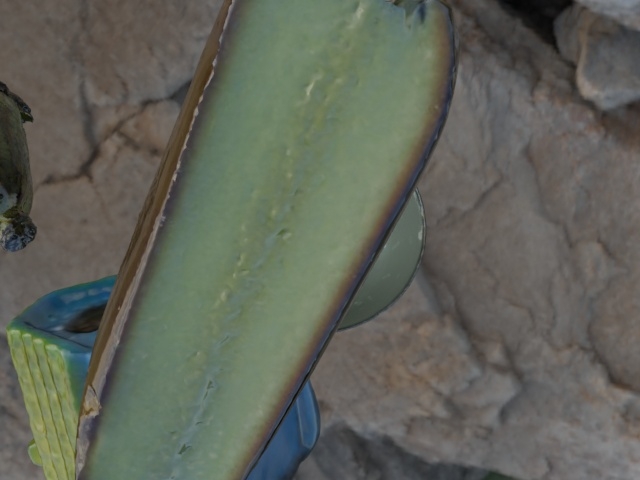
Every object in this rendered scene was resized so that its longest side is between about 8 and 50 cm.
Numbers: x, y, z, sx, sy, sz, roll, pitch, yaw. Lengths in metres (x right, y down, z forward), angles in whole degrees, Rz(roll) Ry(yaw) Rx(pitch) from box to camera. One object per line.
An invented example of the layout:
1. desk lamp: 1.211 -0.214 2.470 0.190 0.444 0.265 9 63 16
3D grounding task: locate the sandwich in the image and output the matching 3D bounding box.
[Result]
1. sandwich: -0.027 -0.004 0.432 0.094 0.096 0.258 23 116 -8

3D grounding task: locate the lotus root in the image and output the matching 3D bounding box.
1. lotus root: -0.518 -0.115 1.653 0.173 0.309 0.173 -14 148 -9

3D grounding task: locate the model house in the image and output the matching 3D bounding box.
1. model house: -0.179 0.173 1.102 0.303 0.215 0.237 -2 112 16

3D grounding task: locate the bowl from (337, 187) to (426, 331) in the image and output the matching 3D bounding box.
1. bowl: 0.000 0.000 1.725 0.337 0.337 0.157 18 166 7
